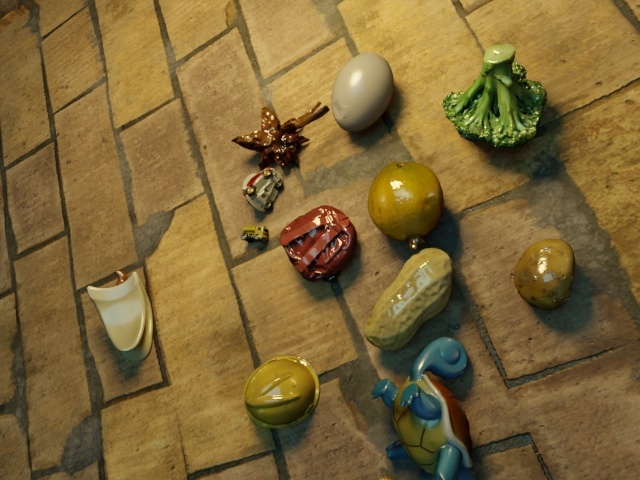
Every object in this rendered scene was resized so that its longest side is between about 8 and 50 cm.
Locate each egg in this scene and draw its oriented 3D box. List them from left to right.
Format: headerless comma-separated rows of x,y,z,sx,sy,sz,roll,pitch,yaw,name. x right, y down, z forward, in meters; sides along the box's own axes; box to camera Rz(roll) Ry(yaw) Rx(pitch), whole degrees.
0.121,-0.439,1.348,0.176,0.176,0.231,31,96,25,egg

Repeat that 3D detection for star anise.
-0.121,-0.352,1.448,0.347,0.148,0.237,-15,75,29,star anise

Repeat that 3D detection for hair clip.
-0.660,0.270,1.534,0.173,0.113,0.281,-19,77,-8,hair clip

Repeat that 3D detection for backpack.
0.001,0.000,1.319,0.230,0.139,0.229,-5,78,22,backpack

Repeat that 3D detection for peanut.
0.238,0.161,1.186,0.152,0.152,0.313,40,94,25,peanut

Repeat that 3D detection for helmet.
-0.139,0.438,1.284,0.257,0.140,0.205,-25,70,13,helmet

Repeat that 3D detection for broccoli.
0.454,-0.364,1.145,0.254,0.269,0.269,-34,67,-2,broccoli

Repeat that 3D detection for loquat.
0.233,-0.087,1.212,0.214,0.213,0.245,-15,70,19,loquat

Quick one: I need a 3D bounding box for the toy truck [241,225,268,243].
-0.210,-0.021,1.462,0.083,0.049,0.054,2,78,24,toy truck

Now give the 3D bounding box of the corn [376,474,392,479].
0.178,0.701,1.129,0.068,0.068,0.207,-20,74,18,corn

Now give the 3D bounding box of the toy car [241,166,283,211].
-0.201,-0.177,1.472,0.112,0.112,0.139,27,80,41,toy car

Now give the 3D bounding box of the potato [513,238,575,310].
0.542,0.080,1.087,0.137,0.137,0.175,-1,76,22,potato

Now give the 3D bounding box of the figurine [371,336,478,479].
0.254,0.444,1.091,0.298,0.243,0.415,150,124,-61,figurine

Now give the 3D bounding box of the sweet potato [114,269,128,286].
-0.699,0.199,1.612,0.058,0.055,0.202,-27,70,25,sweet potato
